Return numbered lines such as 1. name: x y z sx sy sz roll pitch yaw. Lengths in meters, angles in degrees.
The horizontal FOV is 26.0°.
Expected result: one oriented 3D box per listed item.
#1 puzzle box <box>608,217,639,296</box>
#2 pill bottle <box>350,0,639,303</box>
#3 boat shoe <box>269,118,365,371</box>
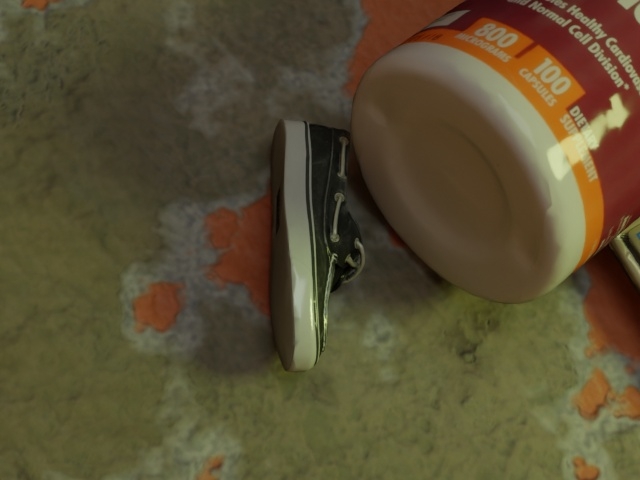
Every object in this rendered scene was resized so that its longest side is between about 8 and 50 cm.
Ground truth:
1. puzzle box: 0.447 0.094 1.103 0.272 0.052 0.409 -32 74 6
2. pill bottle: 0.234 -0.141 1.134 0.392 0.224 0.224 -37 78 -27
3. boat shoe: 0.000 0.000 1.083 0.070 0.078 0.219 6 61 -12
